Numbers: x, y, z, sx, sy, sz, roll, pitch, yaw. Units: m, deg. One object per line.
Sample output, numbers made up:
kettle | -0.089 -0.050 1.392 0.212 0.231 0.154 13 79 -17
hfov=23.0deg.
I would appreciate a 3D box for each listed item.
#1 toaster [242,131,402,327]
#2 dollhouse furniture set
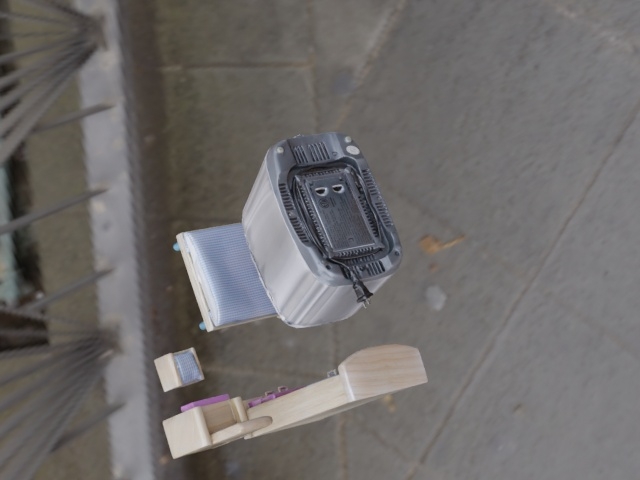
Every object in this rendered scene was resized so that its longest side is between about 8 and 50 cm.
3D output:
toaster | 0.000 0.000 1.778 0.227 0.129 0.146 66 150 21
dollhouse furniture set | -0.059 0.071 1.901 0.198 0.286 0.303 -26 78 42
